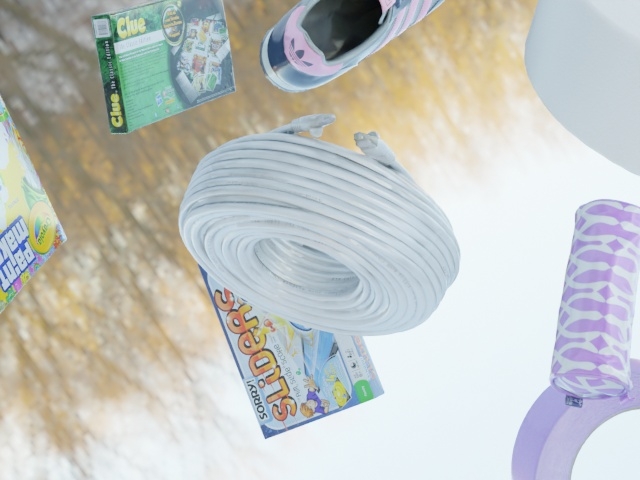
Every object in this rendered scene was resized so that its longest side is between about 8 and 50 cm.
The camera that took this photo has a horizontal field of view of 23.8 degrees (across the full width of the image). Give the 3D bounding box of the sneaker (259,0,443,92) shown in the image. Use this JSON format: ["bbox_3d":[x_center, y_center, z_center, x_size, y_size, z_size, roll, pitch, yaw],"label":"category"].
[{"bbox_3d":[0.077,-0.280,1.685,0.319,0.112,0.131,-44,-171,-14],"label":"sneaker"}]

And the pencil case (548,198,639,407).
[{"bbox_3d":[0.285,0.061,1.517,0.086,0.088,0.206,113,-11,-71],"label":"pencil case"}]

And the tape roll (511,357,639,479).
[{"bbox_3d":[0.381,0.288,1.889,0.274,0.275,0.090,-35,-166,-6],"label":"tape roll"}]

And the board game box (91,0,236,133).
[{"bbox_3d":[-0.179,-0.217,1.785,0.030,0.136,0.259,1,-165,25],"label":"board game box"}]

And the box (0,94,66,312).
[{"bbox_3d":[-0.352,-0.048,1.082,0.177,0.279,0.290,-19,-164,15],"label":"box"}]

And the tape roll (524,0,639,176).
[{"bbox_3d":[0.296,-0.147,1.110,0.286,0.286,0.100,-43,153,-45],"label":"tape roll"}]

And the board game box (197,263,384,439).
[{"bbox_3d":[-0.032,0.092,1.592,0.136,0.201,0.035,-24,176,21],"label":"board game box"}]

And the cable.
[{"bbox_3d":[0.000,0.000,1.363,0.257,0.257,0.089,-9,-128,46],"label":"cable"}]
